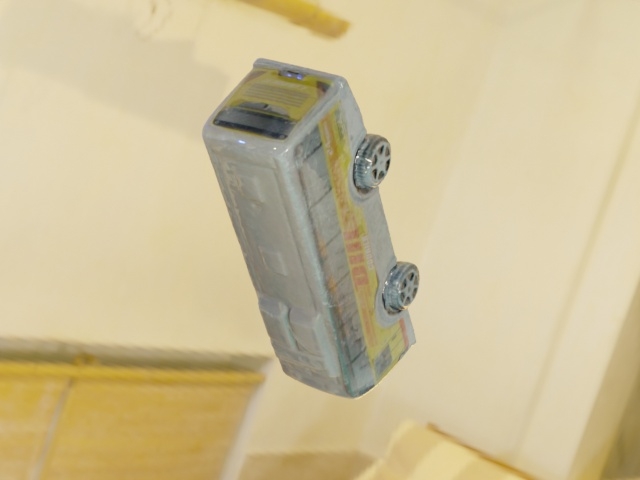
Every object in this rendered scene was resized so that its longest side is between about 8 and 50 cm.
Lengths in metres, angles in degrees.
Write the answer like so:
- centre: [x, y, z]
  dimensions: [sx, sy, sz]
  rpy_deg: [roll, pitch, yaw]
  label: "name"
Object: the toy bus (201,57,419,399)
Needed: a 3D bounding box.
- centre: [0.000, 0.000, 0.692]
  dimensions: [0.064, 0.075, 0.190]
  rpy_deg: [16, -41, 31]
  label: "toy bus"
